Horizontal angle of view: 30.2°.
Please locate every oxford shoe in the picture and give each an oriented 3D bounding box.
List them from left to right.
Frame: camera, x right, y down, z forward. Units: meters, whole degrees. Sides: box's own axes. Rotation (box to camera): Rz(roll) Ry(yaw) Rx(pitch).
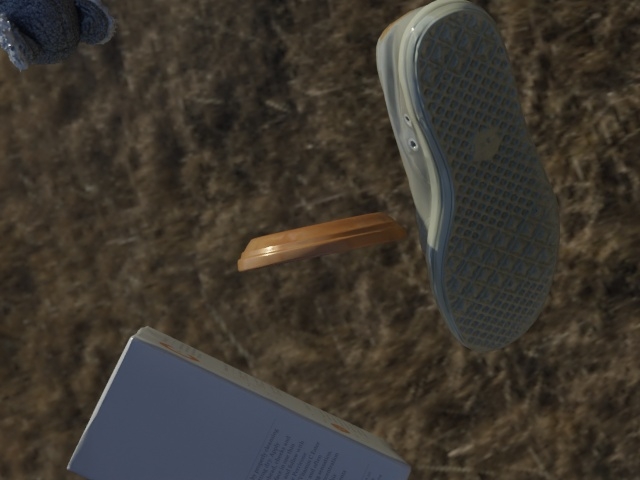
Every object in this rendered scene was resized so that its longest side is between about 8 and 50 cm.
[{"bbox_3d":[0.167,-0.073,1.360,0.130,0.169,0.449,43,154,58],"label":"oxford shoe"}]

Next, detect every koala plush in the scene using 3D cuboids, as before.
[{"bbox_3d":[-0.387,-0.306,1.510,0.221,0.196,0.203,46,132,20],"label":"koala plush"}]

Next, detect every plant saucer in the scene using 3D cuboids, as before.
[{"bbox_3d":[0.000,0.000,1.372,0.200,0.200,0.037,-12,89,50],"label":"plant saucer"}]

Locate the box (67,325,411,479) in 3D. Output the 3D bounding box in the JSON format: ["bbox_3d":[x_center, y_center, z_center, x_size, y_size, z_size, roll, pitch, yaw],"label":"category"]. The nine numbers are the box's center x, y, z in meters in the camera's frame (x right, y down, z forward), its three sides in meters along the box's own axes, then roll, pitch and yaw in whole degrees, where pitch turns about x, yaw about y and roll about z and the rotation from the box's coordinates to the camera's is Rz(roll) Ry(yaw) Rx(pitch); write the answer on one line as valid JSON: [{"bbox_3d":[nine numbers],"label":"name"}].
[{"bbox_3d":[-0.095,0.251,1.398,0.345,0.168,0.215,26,177,-3],"label":"box"}]
